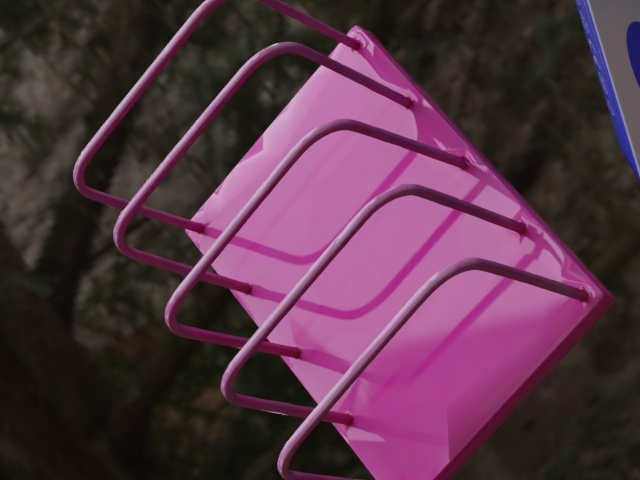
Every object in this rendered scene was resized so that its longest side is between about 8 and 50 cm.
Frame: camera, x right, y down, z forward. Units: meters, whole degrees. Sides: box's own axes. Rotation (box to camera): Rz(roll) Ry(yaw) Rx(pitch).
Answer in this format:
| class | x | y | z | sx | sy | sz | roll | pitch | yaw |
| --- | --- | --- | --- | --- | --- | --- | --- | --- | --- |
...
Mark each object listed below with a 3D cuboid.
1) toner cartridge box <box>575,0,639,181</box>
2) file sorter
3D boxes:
| class | x | y | z | sx | sy | sz | roll | pitch | yaw |
| --- | --- | --- | --- | --- | --- | --- | --- | --- | --- |
| toner cartridge box | 0.231 | -0.216 | 1.256 | 0.165 | 0.075 | 0.347 | -20 | -65 | 5 |
| file sorter | 0.000 | 0.000 | 1.305 | 0.202 | 0.290 | 0.182 | -49 | -33 | 16 |
